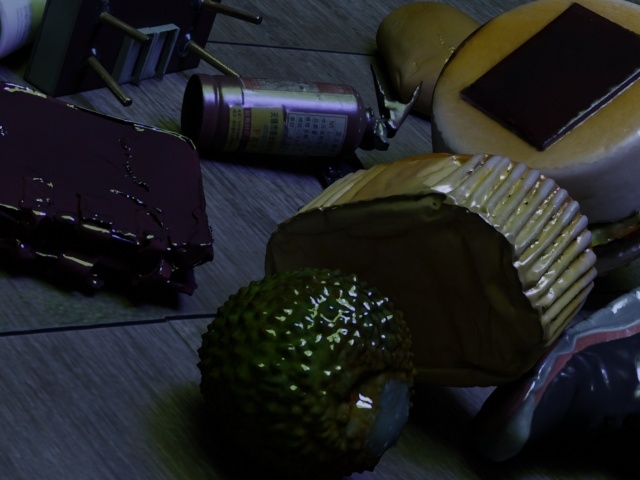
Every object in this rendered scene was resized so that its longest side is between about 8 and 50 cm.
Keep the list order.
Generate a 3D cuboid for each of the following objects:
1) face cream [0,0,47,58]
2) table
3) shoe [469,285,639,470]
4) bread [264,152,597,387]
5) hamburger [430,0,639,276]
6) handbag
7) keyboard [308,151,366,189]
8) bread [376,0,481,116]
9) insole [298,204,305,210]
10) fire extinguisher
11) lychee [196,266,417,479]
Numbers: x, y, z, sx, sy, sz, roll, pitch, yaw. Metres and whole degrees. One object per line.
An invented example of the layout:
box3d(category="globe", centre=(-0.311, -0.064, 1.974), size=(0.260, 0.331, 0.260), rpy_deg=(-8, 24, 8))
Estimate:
box3d(category="face cream", centre=(-0.285, -0.264, 1.809), size=(0.102, 0.102, 0.345), rpy_deg=(26, 27, 9))
box3d(category="table", centre=(-0.164, -0.205, 1.763), size=(0.111, 0.122, 0.240), rpy_deg=(33, 28, 22))
box3d(category="shoe", centre=(0.236, 0.135, 1.446), size=(0.291, 0.114, 0.137), rpy_deg=(-23, 70, -42))
box3d(category="bread", centre=(0.088, 0.022, 1.396), size=(0.250, 0.179, 0.133), rpy_deg=(-9, 24, 36))
box3d(category="hamburger", centre=(0.244, -0.101, 1.726), size=(0.302, 0.170, 0.302), rpy_deg=(-11, 47, 12))
box3d(category="handbag", centre=(-0.198, -0.037, 1.467), size=(0.203, 0.074, 0.216), rpy_deg=(13, 29, -17))
box3d(category="keyboard", centre=(0.009, -0.097, 1.809), size=(0.060, 0.018, 0.195), rpy_deg=(12, 27, -25))
box3d(category="bread", centre=(0.148, -0.214, 2.059), size=(0.147, 0.098, 0.217), rpy_deg=(15, 27, -22))
box3d(category="insole", centre=(0.000, 0.000, 1.629), size=(0.045, 0.002, 0.135), rpy_deg=(16, 26, -13))
box3d(category="fire extinguisher", centre=(-0.008, -0.136, 1.737), size=(0.252, 0.106, 0.075), rpy_deg=(1, -9, -20))
box3d(category="lychee", centre=(-0.016, 0.092, 1.272), size=(0.171, 0.171, 0.171), rpy_deg=(18, 26, -9))
